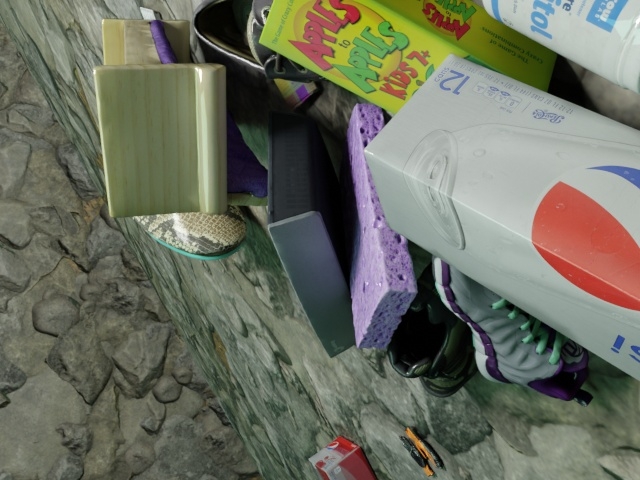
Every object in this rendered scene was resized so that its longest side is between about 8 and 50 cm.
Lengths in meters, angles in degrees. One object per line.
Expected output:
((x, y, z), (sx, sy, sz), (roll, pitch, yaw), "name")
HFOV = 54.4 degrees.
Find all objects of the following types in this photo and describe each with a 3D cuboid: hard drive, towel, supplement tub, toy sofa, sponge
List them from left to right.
((-0.166, -0.165, 0.735), (0.362, 0.177, 0.150), (-123, 32, -59), "toy sofa")
((-0.031, -0.184, 0.704), (0.060, 0.009, 0.083), (63, 156, -5), "towel")
((0.000, 0.000, 0.672), (0.255, 0.054, 0.172), (69, -166, -51), "hard drive")
((0.047, -0.015, 0.589), (0.117, 0.031, 0.210), (102, 166, -55), "sponge")
((0.147, -0.132, 0.333), (0.107, 0.071, 0.071), (44, 152, 33), "supplement tub")

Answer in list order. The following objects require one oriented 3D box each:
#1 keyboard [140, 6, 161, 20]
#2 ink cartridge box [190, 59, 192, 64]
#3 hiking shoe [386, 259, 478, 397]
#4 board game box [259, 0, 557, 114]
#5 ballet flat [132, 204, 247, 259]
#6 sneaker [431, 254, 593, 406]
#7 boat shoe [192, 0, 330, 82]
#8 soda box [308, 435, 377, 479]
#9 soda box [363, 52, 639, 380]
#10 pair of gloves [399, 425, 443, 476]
((-0.243, -0.257, 1.039), (0.072, 0.014, 0.256), (30, 142, 49), "keyboard")
((-0.226, -0.280, 0.946), (0.083, 0.028, 0.048), (2, 122, 47), "ink cartridge box")
((0.106, 0.099, 0.626), (0.086, 0.114, 0.227), (40, 150, 34), "hiking shoe")
((0.056, -0.134, 0.429), (0.181, 0.043, 0.092), (26, 158, -9), "board game box")
((-0.287, -0.118, 1.130), (0.483, 0.164, 0.182), (31, 135, 54), "ballet flat")
((0.165, 0.054, 0.497), (0.098, 0.083, 0.224), (19, 155, 42), "sneaker")
((-0.026, -0.192, 0.577), (0.285, 0.092, 0.103), (32, 139, 46), "boat shoe")
((0.082, 0.520, 1.210), (0.263, 0.083, 0.092), (63, 157, -10), "soda box")
((0.165, 0.005, 0.347), (0.286, 0.091, 0.098), (34, 165, 28), "soda box")
((0.149, 0.314, 0.927), (0.074, 0.010, 0.083), (49, 157, 21), "pair of gloves")
